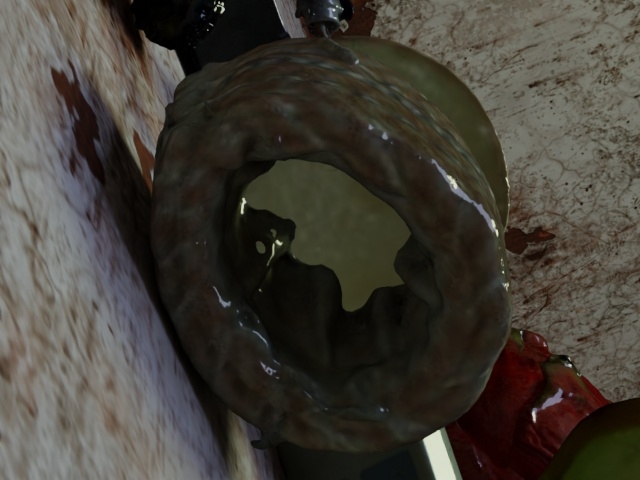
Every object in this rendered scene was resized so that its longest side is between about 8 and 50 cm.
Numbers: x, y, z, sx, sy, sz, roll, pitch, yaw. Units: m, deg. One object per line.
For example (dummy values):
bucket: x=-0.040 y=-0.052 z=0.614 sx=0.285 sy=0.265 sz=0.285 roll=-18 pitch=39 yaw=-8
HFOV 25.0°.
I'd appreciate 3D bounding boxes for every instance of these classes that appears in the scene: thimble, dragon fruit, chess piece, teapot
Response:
thimble: x=0.007 y=0.002 z=0.841 sx=0.148 sy=0.196 sz=0.229 roll=-93 pitch=163 yaw=-68
dragon fruit: x=0.123 y=0.187 z=1.061 sx=0.244 sy=0.244 sz=0.299 roll=62 pitch=19 yaw=-56
chess piece: x=0.046 y=-0.012 z=1.293 sx=0.442 sy=0.234 sz=0.234 roll=67 pitch=4 yaw=-81
teapot: x=-0.087 y=-0.185 z=1.252 sx=0.096 sy=0.087 sz=0.177 roll=21 pitch=-44 yaw=66

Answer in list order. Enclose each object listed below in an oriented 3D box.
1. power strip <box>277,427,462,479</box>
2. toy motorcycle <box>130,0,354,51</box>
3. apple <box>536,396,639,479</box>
power strip: x=0.047 y=0.193 z=0.948 sx=0.046 sy=0.118 sz=0.270 roll=7 pitch=58 yaw=-47
toy motorcycle: x=-0.065 y=-0.240 z=1.030 sx=0.134 sy=0.207 sz=0.401 roll=17 pitch=50 yaw=-46
apple: x=0.163 y=0.245 z=0.675 sx=0.384 sy=0.374 sz=0.374 roll=82 pitch=-7 yaw=-54
